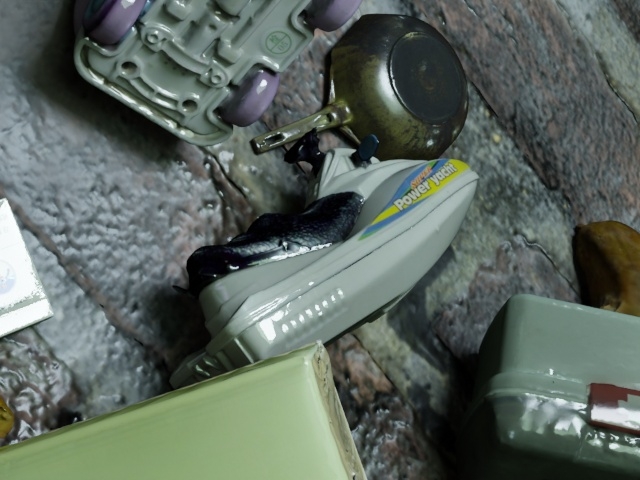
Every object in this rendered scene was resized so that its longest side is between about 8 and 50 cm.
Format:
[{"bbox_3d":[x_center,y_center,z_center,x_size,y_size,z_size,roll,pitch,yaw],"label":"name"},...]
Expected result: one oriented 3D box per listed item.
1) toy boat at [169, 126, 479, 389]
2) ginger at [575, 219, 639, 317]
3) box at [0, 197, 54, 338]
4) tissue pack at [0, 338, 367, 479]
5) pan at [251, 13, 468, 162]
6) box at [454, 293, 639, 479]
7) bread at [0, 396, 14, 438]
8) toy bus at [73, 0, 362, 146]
[{"bbox_3d":[0.001,0.008,0.920,0.141,0.141,0.269,51,53,-13],"label":"toy boat"},{"bbox_3d":[0.327,0.119,1.134,0.309,0.107,0.133,43,72,-14],"label":"ginger"},{"bbox_3d":[-0.210,0.020,0.830,0.054,0.024,0.083,-23,90,-39],"label":"box"},{"bbox_3d":[-0.086,0.170,0.752,0.234,0.125,0.159,-18,89,3],"label":"tissue pack"},{"bbox_3d":[0.052,-0.099,1.029,0.128,0.048,0.202,48,57,-17],"label":"pan"},{"bbox_3d":[0.214,0.134,0.995,0.210,0.148,0.129,12,58,-3],"label":"box"},{"bbox_3d":[-0.231,0.076,0.759,0.084,0.080,0.109,-21,90,-14],"label":"bread"},{"bbox_3d":[-0.065,-0.179,0.882,0.142,0.202,0.142,31,30,-27],"label":"toy bus"}]
